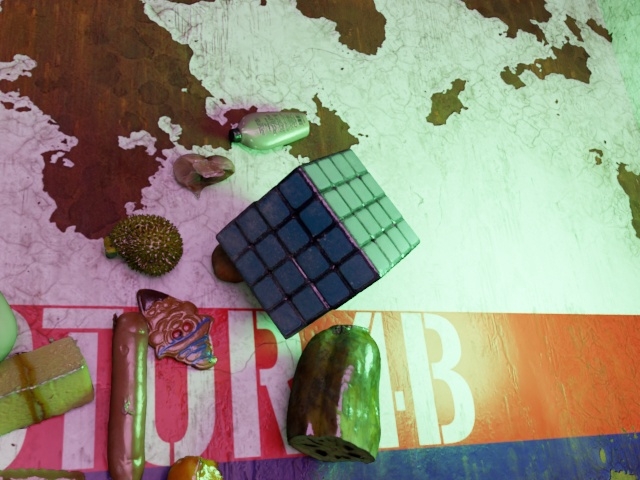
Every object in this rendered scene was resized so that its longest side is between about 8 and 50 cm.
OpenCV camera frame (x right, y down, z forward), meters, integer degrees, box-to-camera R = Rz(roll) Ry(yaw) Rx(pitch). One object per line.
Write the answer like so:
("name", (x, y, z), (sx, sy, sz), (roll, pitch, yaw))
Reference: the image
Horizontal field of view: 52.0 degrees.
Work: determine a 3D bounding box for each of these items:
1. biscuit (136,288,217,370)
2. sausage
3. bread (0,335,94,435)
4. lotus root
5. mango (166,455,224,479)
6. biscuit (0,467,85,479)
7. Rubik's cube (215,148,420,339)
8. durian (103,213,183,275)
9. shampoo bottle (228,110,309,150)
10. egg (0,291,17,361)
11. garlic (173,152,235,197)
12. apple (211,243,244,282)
("biscuit", (-0.375, 0.227, 1.715), (0.280, 0.043, 0.183), (49, 55, 0))
("sausage", (-0.462, 0.376, 1.574), (0.094, 0.094, 0.418), (-10, 68, 15))
("bread", (-0.664, 0.337, 1.503), (0.266, 0.142, 0.178), (-21, 92, -27))
("lotus root", (0.049, 0.386, 1.704), (0.251, 0.250, 0.345), (19, 62, -14))
("mango", (-0.284, 0.626, 1.521), (0.154, 0.126, 0.252), (0, 74, -35))
("biscuit", (-0.634, 0.659, 1.405), (0.217, 0.044, 0.324), (10, 64, -20))
("Rubik's cube", (0.000, 0.000, 1.732), (0.344, 0.337, 0.344), (53, 29, 4))
("durian", (-0.450, 0.001, 1.716), (0.198, 0.146, 0.159), (31, 57, -12))
("shampoo bottle", (-0.162, -0.342, 2.031), (0.257, 0.078, 0.127), (-13, 78, -30))
("egg", (-0.835, 0.172, 1.404), (0.345, 0.283, 0.282), (25, 59, -25))
("garlic", (-0.332, -0.200, 1.896), (0.175, 0.099, 0.124), (-5, 51, -29))
("apple", (-0.236, 0.058, 1.808), (0.126, 0.102, 0.126), (9, 60, -15))
